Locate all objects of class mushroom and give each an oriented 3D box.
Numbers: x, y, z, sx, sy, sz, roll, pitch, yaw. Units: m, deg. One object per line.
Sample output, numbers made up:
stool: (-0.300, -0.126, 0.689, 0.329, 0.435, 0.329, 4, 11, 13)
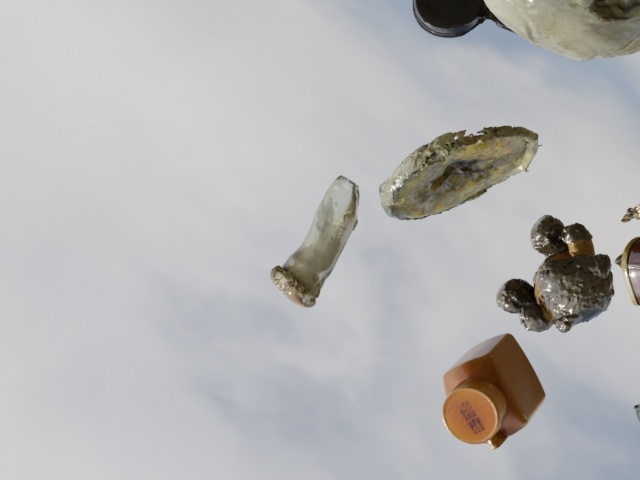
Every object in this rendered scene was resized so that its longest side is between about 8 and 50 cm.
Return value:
mushroom: (0.000, 0.000, 1.777, 0.084, 0.209, 0.071, 34, -170, 25)

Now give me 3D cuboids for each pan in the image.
pan: (0.266, -0.393, 1.985, 0.235, 0.136, 0.028, 23, 173, 17)

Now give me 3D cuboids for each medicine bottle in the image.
medicine bottle: (0.294, 0.267, 2.035, 0.149, 0.112, 0.222, 61, -152, 1)

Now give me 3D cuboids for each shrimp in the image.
shrimp: (0.470, -0.042, 1.579, 0.091, 0.127, 0.025, 35, -136, -41)

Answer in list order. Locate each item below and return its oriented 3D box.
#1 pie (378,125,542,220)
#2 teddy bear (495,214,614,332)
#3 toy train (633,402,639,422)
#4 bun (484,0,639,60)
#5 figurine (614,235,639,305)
pie: (0.204, -0.103, 1.763, 0.274, 0.274, 0.055, -2, -114, -48)
teddy bear: (0.364, 0.065, 1.729, 0.140, 0.177, 0.190, 27, -174, -10)
toy train: (0.445, 0.185, 1.403, 0.170, 0.111, 0.071, -11, -126, -41)
bun: (0.217, -0.212, 0.931, 0.173, 0.166, 0.113, 7, -146, -10)
figurine: (0.415, 0.025, 1.409, 0.154, 0.082, 0.098, 6, 139, 53)
